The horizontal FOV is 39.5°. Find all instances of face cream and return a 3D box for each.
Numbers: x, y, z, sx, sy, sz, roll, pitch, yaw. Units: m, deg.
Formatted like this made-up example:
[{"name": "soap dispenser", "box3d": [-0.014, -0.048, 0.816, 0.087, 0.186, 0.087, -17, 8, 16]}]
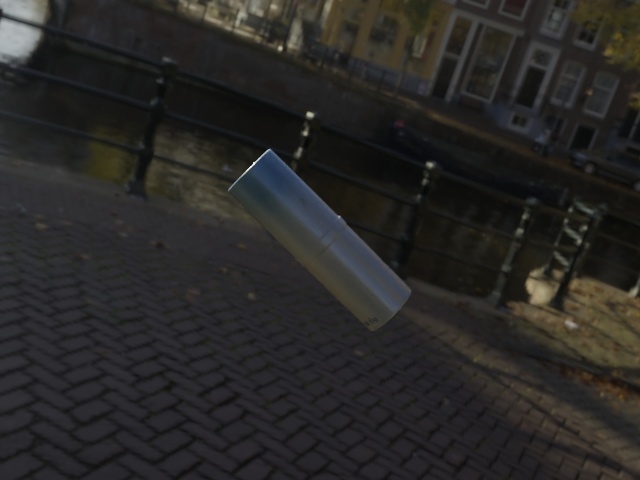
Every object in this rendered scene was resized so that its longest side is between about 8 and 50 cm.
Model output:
[{"name": "face cream", "box3d": [0.000, 0.000, 1.103, 0.250, 0.077, 0.077, 45, 13, -7]}]
